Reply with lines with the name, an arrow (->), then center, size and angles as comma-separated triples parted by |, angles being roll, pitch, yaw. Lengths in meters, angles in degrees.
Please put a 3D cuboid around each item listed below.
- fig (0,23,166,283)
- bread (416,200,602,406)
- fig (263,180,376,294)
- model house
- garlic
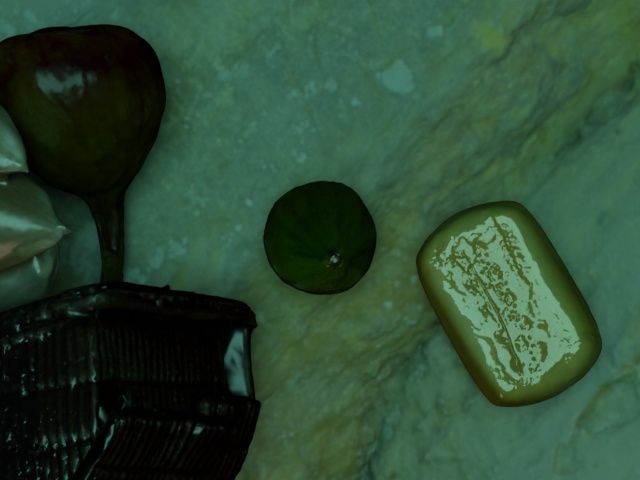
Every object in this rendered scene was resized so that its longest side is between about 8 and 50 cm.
fig -> -0.266, -0.101, 1.586 | 0.191, 0.190, 0.290 | 11, 124, 3
bread -> 0.198, 0.067, 1.573 | 0.147, 0.098, 0.217 | -26, 85, 2
fig -> 0.000, 0.000, 1.555 | 0.123, 0.156, 0.123 | 0, 93, 0
model house -> -0.227, 0.216, 1.497 | 0.297, 0.317, 0.282 | -23, 68, 31
garlic -> -0.373, -0.031, 1.520 | 0.132, 0.279, 0.325 | -24, 45, -25
